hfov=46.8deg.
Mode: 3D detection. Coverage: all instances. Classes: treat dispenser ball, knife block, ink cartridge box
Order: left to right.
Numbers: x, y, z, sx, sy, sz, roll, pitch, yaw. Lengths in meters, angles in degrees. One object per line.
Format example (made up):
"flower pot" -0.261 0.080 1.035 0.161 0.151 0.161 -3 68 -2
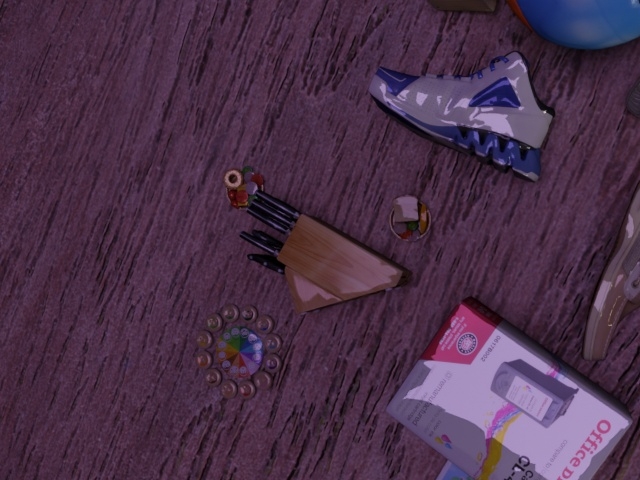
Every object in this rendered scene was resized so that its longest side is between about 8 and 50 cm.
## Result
"knife block" 0.000 0.000 1.322 0.275 0.088 0.242 -17 83 18
"ink cartridge box" 0.293 0.265 1.166 0.306 0.131 0.226 35 98 18
"treat dispenser ball" 0.409 -0.432 1.099 0.288 0.288 0.288 -1 87 18

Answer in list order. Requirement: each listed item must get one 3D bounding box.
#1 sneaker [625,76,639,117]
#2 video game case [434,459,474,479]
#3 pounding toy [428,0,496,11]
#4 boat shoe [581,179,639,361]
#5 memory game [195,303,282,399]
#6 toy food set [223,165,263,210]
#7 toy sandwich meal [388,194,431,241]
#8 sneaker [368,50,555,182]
"sneaker" 0.582 -0.285 1.155 0.083 0.118 0.222 43 130 -4
"video game case" 0.324 0.383 1.232 0.204 0.025 0.285 31 98 17
"pounding toy" 0.264 -0.467 1.261 0.130 0.100 0.141 13 89 33
"boat shoe" 0.491 0.055 1.149 0.098 0.109 0.303 21 89 19
"memory game" -0.157 0.212 1.406 0.186 0.012 0.186 -1 87 18
"toy food set" -0.146 -0.099 1.411 0.082 0.020 0.083 -4 86 18
"toy sandwich meal" 0.156 -0.040 1.302 0.085 0.029 0.086 -1 87 18
"sneaker" 0.255 -0.241 1.240 0.315 0.127 0.182 27 93 11
